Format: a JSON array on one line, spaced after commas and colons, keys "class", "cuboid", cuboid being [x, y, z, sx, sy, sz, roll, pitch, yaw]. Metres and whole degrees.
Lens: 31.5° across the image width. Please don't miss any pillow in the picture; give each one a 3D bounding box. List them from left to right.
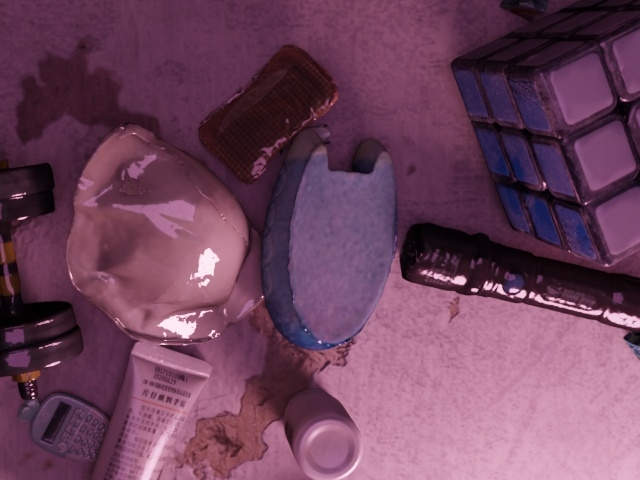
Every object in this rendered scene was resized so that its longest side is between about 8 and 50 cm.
[{"class": "pillow", "cuboid": [-0.078, -0.193, 1.703, 0.211, 0.034, 0.135, -45, 67, -1]}]

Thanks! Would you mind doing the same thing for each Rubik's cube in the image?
[{"class": "Rubik's cube", "cuboid": [0.413, -0.179, 1.636, 0.303, 0.305, 0.301, -27, 107, -12]}]

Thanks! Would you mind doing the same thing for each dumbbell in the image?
[{"class": "dumbbell", "cuboid": [-0.451, 0.039, 1.619, 0.185, 0.185, 0.388, -9, 97, -7]}]

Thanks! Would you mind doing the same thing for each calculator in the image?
[{"class": "calculator", "cuboid": [-0.389, 0.285, 1.739, 0.153, 0.021, 0.095, 27, 92, -11]}]

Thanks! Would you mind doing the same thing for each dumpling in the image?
[{"class": "dumpling", "cuboid": [-0.229, 0.010, 1.636, 0.181, 0.341, 0.260, 38, 83, 31]}]

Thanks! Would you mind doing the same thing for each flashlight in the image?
[{"class": "flashlight", "cuboid": [0.332, 0.064, 1.784, 0.424, 0.103, 0.103, 14, 94, -11]}]

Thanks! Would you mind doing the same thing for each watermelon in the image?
[{"class": "watermelon", "cuboid": [0.327, -0.360, 1.752, 0.085, 0.085, 0.061, -28, 134, -4]}]

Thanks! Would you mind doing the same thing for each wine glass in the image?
[{"class": "wine glass", "cuboid": [-0.027, -0.157, 1.733, 0.083, 0.042, 0.039, -14, 97, -13]}]

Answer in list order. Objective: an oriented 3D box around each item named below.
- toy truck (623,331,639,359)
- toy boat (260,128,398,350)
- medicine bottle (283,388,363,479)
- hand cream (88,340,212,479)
[{"class": "toy truck", "cuboid": [0.586, 0.139, 1.847, 0.175, 0.067, 0.081, -37, 106, -6]}, {"class": "toy boat", "cuboid": [0.000, 0.000, 1.716, 0.215, 0.123, 0.330, 1, 95, -38]}, {"class": "medicine bottle", "cuboid": [-0.001, 0.289, 1.713, 0.102, 0.186, 0.103, -1, 96, -9]}, {"class": "hand cream", "cuboid": [-0.283, 0.310, 1.722, 0.139, 0.089, 0.314, 26, 90, -31]}]
